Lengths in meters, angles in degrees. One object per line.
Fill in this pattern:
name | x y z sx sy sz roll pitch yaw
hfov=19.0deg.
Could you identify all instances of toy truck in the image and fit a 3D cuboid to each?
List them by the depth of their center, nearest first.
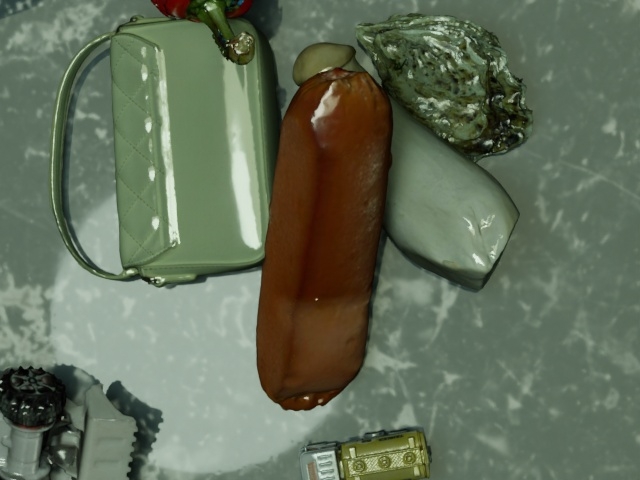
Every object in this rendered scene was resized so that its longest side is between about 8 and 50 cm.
toy truck | -0.312 0.166 1.763 0.286 0.111 0.136 10 119 -5
toy truck | 0.041 0.206 1.767 0.123 0.063 0.052 -10 88 2

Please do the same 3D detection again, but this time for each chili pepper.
chili pepper | -0.120 -0.310 1.744 0.110 0.110 0.387 -14 65 2

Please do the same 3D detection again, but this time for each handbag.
handbag | -0.147 -0.084 1.789 0.219 0.079 0.256 -4 87 10

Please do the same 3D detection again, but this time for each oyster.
oyster | 0.119 -0.151 1.785 0.125 0.064 0.177 -33 97 16

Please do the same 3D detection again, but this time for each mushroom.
mushroom | 0.072 -0.068 1.754 0.103 0.118 0.270 -40 77 -18

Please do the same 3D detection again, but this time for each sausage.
sausage | 0.001 0.000 1.710 0.097 0.094 0.348 -9 125 -27
